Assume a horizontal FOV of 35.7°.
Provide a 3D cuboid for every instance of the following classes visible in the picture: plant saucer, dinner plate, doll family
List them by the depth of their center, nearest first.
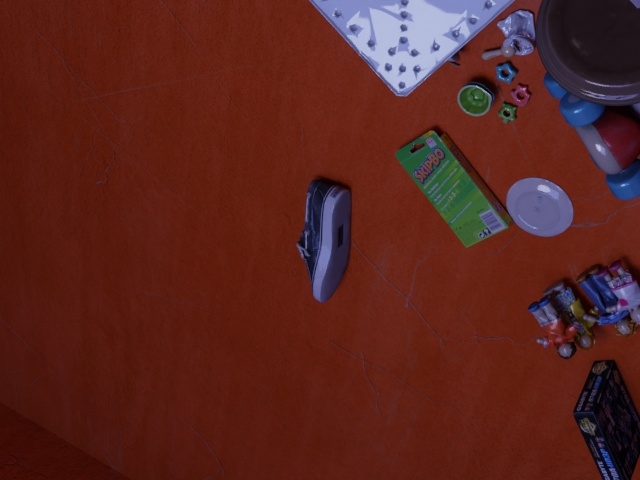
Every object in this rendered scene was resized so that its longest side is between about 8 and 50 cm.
[{"bbox_3d":[0.484,-0.354,1.603,0.278,0.278,0.041,17,175,23],"label":"plant saucer"},{"bbox_3d":[0.442,-0.064,2.016,0.141,0.017,0.141,18,131,22],"label":"dinner plate"},{"bbox_3d":[0.567,0.143,2.046,0.263,0.118,0.163,-30,98,27],"label":"doll family"}]

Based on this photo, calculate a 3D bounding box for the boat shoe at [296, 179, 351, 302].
[{"bbox_3d":[-0.002,0.002,2.307,0.105,0.113,0.306,23,132,26],"label":"boat shoe"}]

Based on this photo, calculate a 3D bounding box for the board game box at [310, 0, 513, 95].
[{"bbox_3d":[0.155,-0.518,1.741,0.390,0.050,0.390,-40,97,27],"label":"board game box"}]

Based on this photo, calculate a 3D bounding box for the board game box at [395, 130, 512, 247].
[{"bbox_3d":[0.276,-0.111,2.077,0.259,0.039,0.124,49,136,-11],"label":"board game box"}]

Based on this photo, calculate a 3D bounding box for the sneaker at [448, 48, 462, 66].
[{"bbox_3d":[0.192,-0.373,1.882,0.235,0.094,0.153,-34,92,35],"label":"sneaker"}]

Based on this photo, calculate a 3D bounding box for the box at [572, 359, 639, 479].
[{"bbox_3d":[0.626,0.396,2.142,0.051,0.175,0.220,-11,117,39],"label":"box"}]

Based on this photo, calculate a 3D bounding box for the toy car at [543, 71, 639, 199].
[{"bbox_3d":[0.552,-0.237,1.718,0.238,0.210,0.219,-32,119,16],"label":"toy car"}]

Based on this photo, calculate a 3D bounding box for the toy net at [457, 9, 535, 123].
[{"bbox_3d":[0.349,-0.318,1.855,0.122,0.045,0.232,32,136,9],"label":"toy net"}]
